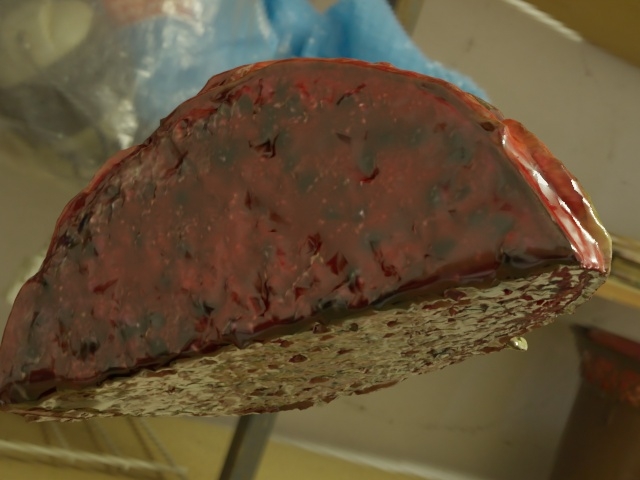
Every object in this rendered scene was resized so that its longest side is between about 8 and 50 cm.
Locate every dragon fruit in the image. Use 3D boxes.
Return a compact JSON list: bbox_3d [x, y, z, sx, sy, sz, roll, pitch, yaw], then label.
[{"bbox_3d":[0.000,0.000,0.638,0.317,0.152,0.205,-16,-20,20],"label":"dragon fruit"}]
